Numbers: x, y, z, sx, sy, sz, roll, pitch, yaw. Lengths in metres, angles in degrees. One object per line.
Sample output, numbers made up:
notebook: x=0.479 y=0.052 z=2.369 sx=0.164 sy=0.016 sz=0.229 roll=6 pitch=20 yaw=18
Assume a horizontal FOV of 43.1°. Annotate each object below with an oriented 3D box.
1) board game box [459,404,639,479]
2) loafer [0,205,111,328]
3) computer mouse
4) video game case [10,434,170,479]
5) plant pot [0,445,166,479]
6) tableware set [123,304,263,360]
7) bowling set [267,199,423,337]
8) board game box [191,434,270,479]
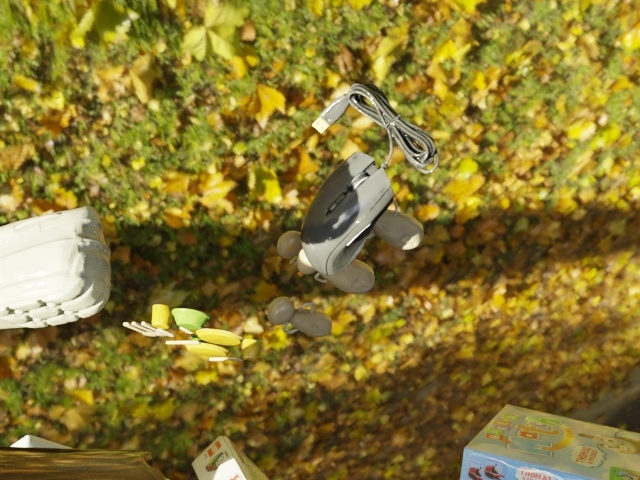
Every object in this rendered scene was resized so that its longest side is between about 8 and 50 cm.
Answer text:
board game box: x=0.251 y=0.205 z=0.730 sx=0.160 sy=0.211 sz=0.039 roll=-8 pitch=104 yaw=-64
loafer: x=-0.360 y=0.039 z=0.821 sx=0.319 sy=0.112 sz=0.112 roll=-10 pitch=156 yaw=9
computer mouse: x=0.023 y=-0.087 z=1.103 sx=0.060 sy=0.184 sz=0.262 roll=-4 pitch=141 yaw=-51
video game case: x=-0.239 y=0.230 z=0.739 sx=0.143 sy=0.019 sz=0.157 roll=30 pitch=133 yaw=-32
plant pot: x=-0.149 y=0.152 z=0.321 sx=0.165 sy=0.167 sz=0.167 roll=4 pitch=134 yaw=-25
tableware set: x=-0.115 y=0.094 z=0.826 sx=0.104 sy=0.024 sz=0.154 roll=-5 pitch=155 yaw=32
bowling set: x=0.000 y=0.000 z=1.291 sx=0.154 sy=0.200 sz=0.287 roll=24 pitch=115 yaw=-42
board game box: x=-0.020 y=0.325 z=0.802 sx=0.053 sy=0.305 sz=0.193 roll=-43 pitch=109 yaw=-8
